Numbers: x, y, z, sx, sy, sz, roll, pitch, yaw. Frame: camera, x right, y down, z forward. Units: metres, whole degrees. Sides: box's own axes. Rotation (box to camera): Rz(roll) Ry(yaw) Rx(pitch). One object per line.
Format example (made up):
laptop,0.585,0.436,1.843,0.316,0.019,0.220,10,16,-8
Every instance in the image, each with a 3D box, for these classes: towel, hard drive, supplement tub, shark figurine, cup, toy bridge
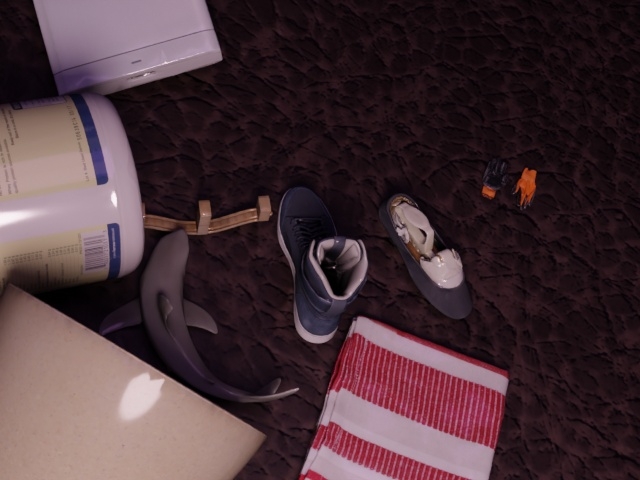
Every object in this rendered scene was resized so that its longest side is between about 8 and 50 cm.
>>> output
towel,0.105,0.272,1.415,0.237,0.037,0.329,22,60,-4
hard drive,-0.300,-0.388,1.583,0.233,0.047,0.353,-17,75,-4
supplement tub,-0.395,-0.043,1.332,0.325,0.235,0.235,-11,67,-19
shark figurine,-0.165,0.117,1.382,0.166,0.116,0.278,-30,73,-23
cup,-0.259,0.229,1.209,0.331,0.331,0.237,31,79,2
toy bridge,-0.157,-0.030,1.483,0.188,0.063,0.026,-3,65,-13

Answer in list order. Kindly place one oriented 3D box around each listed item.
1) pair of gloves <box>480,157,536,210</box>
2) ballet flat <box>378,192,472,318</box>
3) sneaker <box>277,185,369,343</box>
pair of gloves,0.282,-0.084,1.654,0.083,0.010,0.074,19,62,-1
ballet flat,0.148,0.016,1.536,0.074,0.074,0.203,-26,73,-24
sneaker,0.002,0.000,1.454,0.086,0.163,0.226,-4,64,-14
